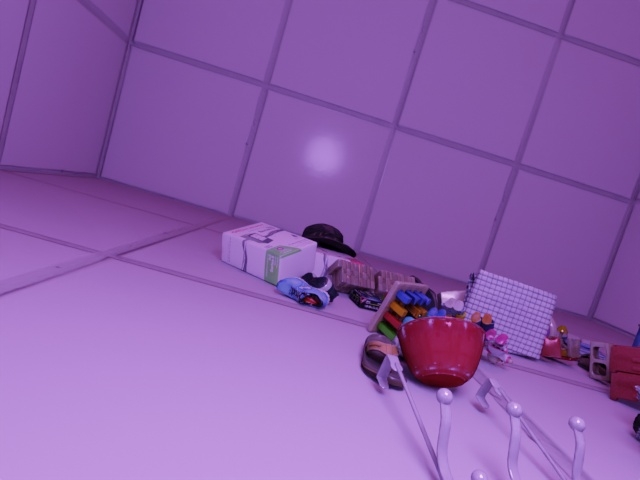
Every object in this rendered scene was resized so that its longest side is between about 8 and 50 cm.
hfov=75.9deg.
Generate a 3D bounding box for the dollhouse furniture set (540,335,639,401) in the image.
[{"bbox_3d":[0.857,0.392,1.276,0.201,0.152,0.374,12,-11,-34],"label":"dollhouse furniture set"}]

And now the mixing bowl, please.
[{"bbox_3d":[0.246,0.238,0.836,0.181,0.098,0.181,5,-35,4],"label":"mixing bowl"}]

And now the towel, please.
[{"bbox_3d":[0.609,0.243,1.375,0.284,0.235,0.121,18,2,2],"label":"towel"}]

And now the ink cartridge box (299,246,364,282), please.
[{"bbox_3d":[0.002,0.096,1.637,0.283,0.117,0.207,15,6,-19],"label":"ink cartridge box"}]

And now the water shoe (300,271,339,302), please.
[{"bbox_3d":[-0.015,0.158,1.319,0.080,0.073,0.203,54,-18,-17],"label":"water shoe"}]

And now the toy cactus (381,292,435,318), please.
[{"bbox_3d":[0.296,0.229,1.361,0.219,0.112,0.180,28,19,23],"label":"toy cactus"}]

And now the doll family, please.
[{"bbox_3d":[0.434,0.252,1.183,0.263,0.118,0.163,20,-31,31],"label":"doll family"}]

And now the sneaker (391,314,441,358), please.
[{"bbox_3d":[0.290,0.245,1.026,0.275,0.110,0.107,13,6,-41],"label":"sneaker"}]

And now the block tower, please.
[{"bbox_3d":[0.193,0.161,1.531,0.335,0.097,0.091,16,-34,-21],"label":"block tower"}]

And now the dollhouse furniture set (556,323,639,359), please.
[{"bbox_3d":[1.072,0.383,1.529,0.303,0.198,0.286,18,5,20],"label":"dollhouse furniture set"}]

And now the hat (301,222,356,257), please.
[{"bbox_3d":[0.000,0.000,1.830,0.331,0.134,0.331,6,-21,3],"label":"hat"}]

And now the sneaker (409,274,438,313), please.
[{"bbox_3d":[0.426,0.237,1.632,0.130,0.087,0.227,36,11,-26],"label":"sneaker"}]

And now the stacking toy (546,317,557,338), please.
[{"bbox_3d":[0.707,0.320,1.518,0.330,0.141,0.141,7,9,-24],"label":"stacking toy"}]

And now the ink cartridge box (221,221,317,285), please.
[{"bbox_3d":[-0.181,0.039,1.430,0.273,0.114,0.198,20,24,31],"label":"ink cartridge box"}]

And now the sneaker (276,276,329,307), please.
[{"bbox_3d":[-0.054,0.152,1.196,0.162,0.063,0.073,17,9,10],"label":"sneaker"}]

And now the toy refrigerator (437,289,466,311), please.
[{"bbox_3d":[0.599,0.233,1.591,0.270,0.094,0.102,-5,-13,7],"label":"toy refrigerator"}]

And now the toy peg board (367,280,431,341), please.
[{"bbox_3d":[0.236,0.202,1.121,0.161,0.160,0.079,11,23,-46],"label":"toy peg board"}]

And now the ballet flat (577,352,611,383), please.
[{"bbox_3d":[0.977,0.443,1.367,0.084,0.058,0.250,14,6,-16],"label":"ballet flat"}]

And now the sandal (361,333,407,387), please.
[{"bbox_3d":[0.136,0.237,0.868,0.090,0.060,0.219,16,11,4],"label":"sandal"}]

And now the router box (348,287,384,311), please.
[{"bbox_3d":[0.161,0.206,1.413,0.092,0.038,0.122,16,5,-16],"label":"router box"}]

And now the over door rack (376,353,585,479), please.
[{"bbox_3d":[0.247,0.266,0.616,0.240,0.108,0.324,16,8,-12],"label":"over door rack"}]

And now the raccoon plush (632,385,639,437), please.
[{"bbox_3d":[0.815,0.391,0.733,0.446,0.216,0.299,18,13,15],"label":"raccoon plush"}]
